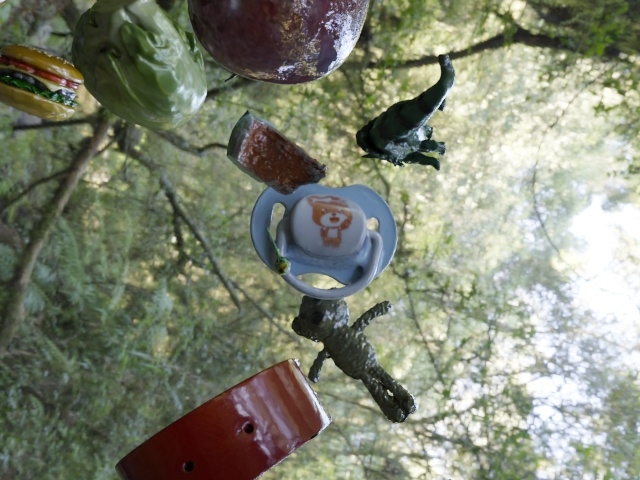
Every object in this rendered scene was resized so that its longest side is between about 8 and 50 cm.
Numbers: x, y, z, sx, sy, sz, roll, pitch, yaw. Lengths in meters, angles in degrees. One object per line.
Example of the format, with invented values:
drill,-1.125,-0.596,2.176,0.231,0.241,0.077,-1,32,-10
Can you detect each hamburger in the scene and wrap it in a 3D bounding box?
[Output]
hamburger,-0.505,-0.280,1.216,0.162,0.161,0.115,-137,-114,-81

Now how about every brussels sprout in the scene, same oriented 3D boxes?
brussels sprout,-0.399,-0.394,1.525,0.247,0.327,0.328,-62,180,-32

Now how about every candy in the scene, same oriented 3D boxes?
candy,-0.066,0.014,0.995,0.025,0.023,0.083,74,-10,-60

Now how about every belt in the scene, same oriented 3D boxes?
belt,-0.107,0.261,0.896,0.227,0.115,0.323,-38,168,29

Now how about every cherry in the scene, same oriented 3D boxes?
cherry,-0.050,-0.310,0.885,0.285,0.213,0.236,-52,169,31

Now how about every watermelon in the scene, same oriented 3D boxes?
watermelon,-0.075,-0.131,1.096,0.098,0.158,0.121,-58,-169,10

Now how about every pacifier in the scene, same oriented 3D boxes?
pacifier,0.000,0.000,1.317,0.207,0.278,0.228,139,-40,-80

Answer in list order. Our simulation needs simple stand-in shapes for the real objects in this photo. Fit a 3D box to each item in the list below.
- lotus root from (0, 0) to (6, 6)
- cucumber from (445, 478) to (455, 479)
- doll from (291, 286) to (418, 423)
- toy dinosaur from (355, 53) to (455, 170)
lotus root,-0.435,-0.327,0.807,0.095,0.135,0.160,-33,-101,38
cucumber,0.161,0.432,1.010,0.187,0.058,0.058,-38,160,-41
doll,0.057,0.224,1.318,0.091,0.202,0.286,18,54,-70
toy dinosaur,0.133,-0.151,0.918,0.292,0.119,0.079,157,-57,-66
